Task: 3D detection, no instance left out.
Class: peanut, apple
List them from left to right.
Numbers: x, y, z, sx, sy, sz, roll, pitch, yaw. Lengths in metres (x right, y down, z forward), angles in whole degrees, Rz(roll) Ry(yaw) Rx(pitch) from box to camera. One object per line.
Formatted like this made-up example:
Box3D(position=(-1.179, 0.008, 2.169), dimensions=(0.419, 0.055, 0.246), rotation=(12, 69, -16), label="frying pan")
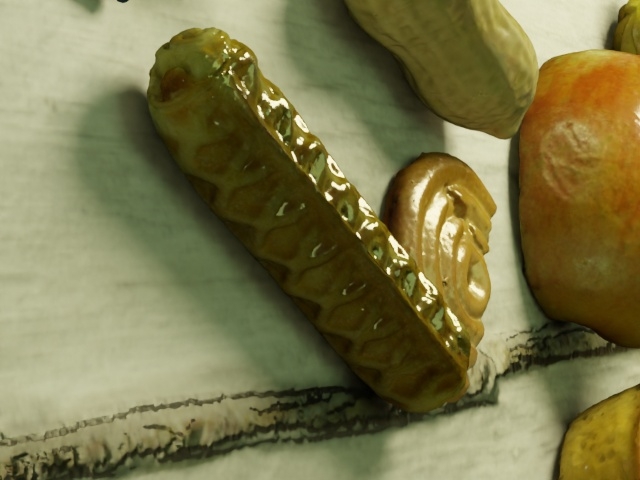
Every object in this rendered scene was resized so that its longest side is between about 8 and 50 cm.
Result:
Box3D(position=(0.104, -0.181, 1.172), dimensions=(0.256, 0.123, 0.124), rotation=(43, 45, -47), label="peanut")
Box3D(position=(0.305, -0.067, 1.417), dimensions=(0.254, 0.179, 0.346), rotation=(19, 56, -13), label="apple")

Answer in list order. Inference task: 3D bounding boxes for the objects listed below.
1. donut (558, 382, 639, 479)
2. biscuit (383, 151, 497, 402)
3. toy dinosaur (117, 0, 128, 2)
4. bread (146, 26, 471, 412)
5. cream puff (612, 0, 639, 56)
Box3D(position=(0.315, 0.262, 1.349), dimensions=(0.277, 0.108, 0.278), rotation=(27, 56, -51), label="donut")
Box3D(position=(0.099, 0.008, 1.170), dimensions=(0.144, 0.033, 0.224), rotation=(52, 38, -36), label="biscuit")
Box3D(position=(-0.084, -0.265, 0.948), dimensions=(0.188, 0.075, 0.248), rotation=(5, 80, -50), label="toy dinosaur")
Box3D(position=(0.001, -0.001, 0.972), dimensions=(0.367, 0.077, 0.084), rotation=(51, 38, -37), label="bread")
Box3D(position=(0.482, -0.208, 1.683), dimensions=(0.378, 0.275, 0.378), rotation=(11, 90, -78), label="cream puff")
